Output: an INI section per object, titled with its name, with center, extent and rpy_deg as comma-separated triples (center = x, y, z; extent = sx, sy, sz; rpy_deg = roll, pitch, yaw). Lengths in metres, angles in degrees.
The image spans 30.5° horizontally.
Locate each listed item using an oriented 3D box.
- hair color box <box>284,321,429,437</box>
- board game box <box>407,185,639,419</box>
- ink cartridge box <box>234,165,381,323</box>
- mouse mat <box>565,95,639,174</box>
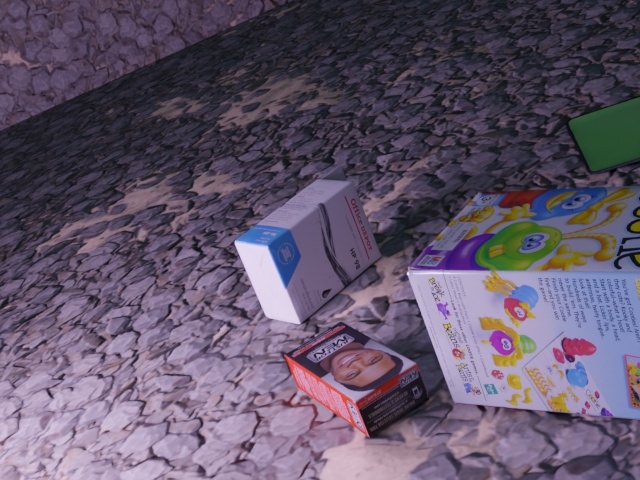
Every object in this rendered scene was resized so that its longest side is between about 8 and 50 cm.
[hair color box]
center = 0.032, 0.127, 1.102
extent = 0.072, 0.043, 0.141
rpy_deg = -30, 25, -20
[board game box]
center = 0.237, 0.048, 0.970
extent = 0.275, 0.144, 0.142
rpy_deg = 0, 31, 40
[ink cartridge box]
center = 0.000, 0.000, 1.326
extent = 0.060, 0.104, 0.180
rpy_deg = 6, 36, 48
[mouse mat]
center = 0.382, -0.136, 1.415
extent = 0.152, 0.007, 0.190
rpy_deg = -17, 22, 10
